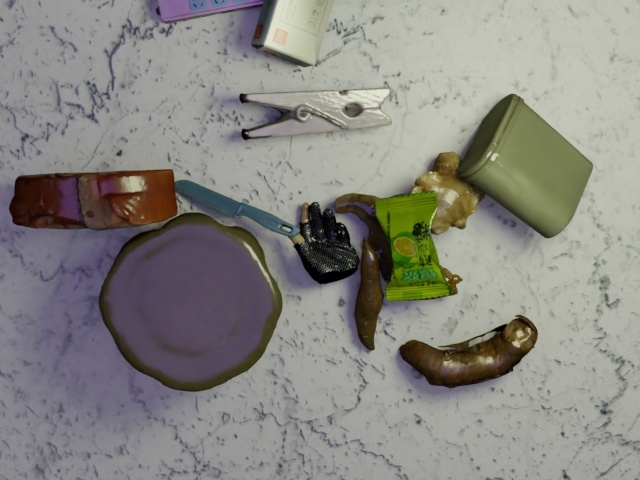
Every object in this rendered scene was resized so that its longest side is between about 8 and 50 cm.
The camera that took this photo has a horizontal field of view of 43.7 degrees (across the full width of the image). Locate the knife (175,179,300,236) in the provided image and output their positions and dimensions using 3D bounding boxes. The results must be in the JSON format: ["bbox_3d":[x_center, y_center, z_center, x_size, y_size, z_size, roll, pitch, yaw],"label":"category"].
[{"bbox_3d":[-0.189,-0.070,1.758,0.312,0.019,0.045,24,89,10],"label":"knife"}]

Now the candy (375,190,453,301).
[{"bbox_3d":[0.194,0.019,1.709,0.148,0.069,0.247,-6,104,18],"label":"candy"}]

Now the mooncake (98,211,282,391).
[{"bbox_3d":[-0.272,0.124,1.723,0.378,0.201,0.379,-1,94,-7],"label":"mooncake"}]

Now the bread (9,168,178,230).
[{"bbox_3d":[-0.453,-0.085,1.631,0.327,0.295,0.114,-2,96,15],"label":"bread"}]

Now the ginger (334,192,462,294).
[{"bbox_3d":[0.184,0.004,1.792,0.166,0.080,0.333,-36,92,-1],"label":"ginger"}]

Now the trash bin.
[{"bbox_3d":[0.450,-0.160,1.734,0.247,0.121,0.243,38,59,-8],"label":"trash bin"}]

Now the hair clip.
[{"bbox_3d":[-0.011,-0.283,1.745,0.330,0.085,0.101,-6,99,-9],"label":"hair clip"}]

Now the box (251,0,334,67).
[{"bbox_3d":[-0.041,-0.515,1.701,0.135,0.079,0.270,15,95,-29],"label":"box"}]

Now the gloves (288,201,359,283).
[{"bbox_3d":[0.002,0.000,1.780,0.129,0.106,0.181,-23,71,5],"label":"gloves"}]

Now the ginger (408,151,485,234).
[{"bbox_3d":[0.286,-0.109,1.763,0.157,0.102,0.216,46,64,-5],"label":"ginger"}]

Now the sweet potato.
[{"bbox_3d":[0.109,0.125,1.790,0.067,0.067,0.274,-1,111,-3],"label":"sweet potato"}]

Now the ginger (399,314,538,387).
[{"bbox_3d":[0.344,0.263,1.815,0.309,0.107,0.133,-18,111,2],"label":"ginger"}]

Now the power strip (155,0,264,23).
[{"bbox_3d":[-0.225,-0.546,1.726,0.278,0.037,0.109,-11,97,-2],"label":"power strip"}]
